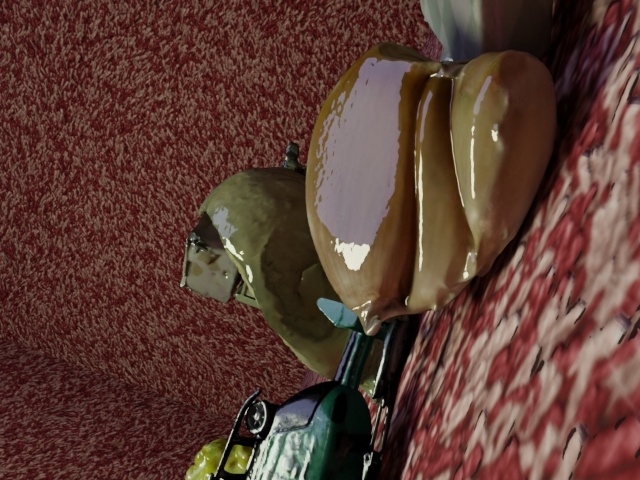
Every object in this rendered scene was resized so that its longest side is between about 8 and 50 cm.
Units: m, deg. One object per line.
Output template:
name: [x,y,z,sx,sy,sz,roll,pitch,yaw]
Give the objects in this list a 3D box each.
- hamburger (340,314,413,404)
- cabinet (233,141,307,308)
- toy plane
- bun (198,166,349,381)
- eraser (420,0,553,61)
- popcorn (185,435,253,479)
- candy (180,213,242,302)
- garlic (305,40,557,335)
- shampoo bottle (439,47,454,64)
hamburger: [0.069,0.118,0.609,0.133,0.062,0.140,172,120,-87]
cabinet: [0.000,0.000,1.131,0.227,0.290,0.318,-69,-1,-54]
toy plane: [0.009,0.182,0.483,0.106,0.155,0.381,30,-101,-46]
bun: [-0.019,0.032,0.809,0.202,0.364,0.364,-35,-6,-6]
eraser: [0.093,-0.317,0.332,0.397,0.082,0.213,64,-171,-47]
popcorn: [-0.148,0.516,0.930,0.235,0.242,0.250,-40,27,35]
candy: [-0.233,0.021,1.184,0.195,0.137,0.185,-73,3,-53]
garlic: [0.075,-0.044,0.424,0.110,0.217,0.228,-1,-67,-41]
shampoo bottle: [0.202,-0.273,0.651,0.072,0.072,0.214,-52,-19,-87]
